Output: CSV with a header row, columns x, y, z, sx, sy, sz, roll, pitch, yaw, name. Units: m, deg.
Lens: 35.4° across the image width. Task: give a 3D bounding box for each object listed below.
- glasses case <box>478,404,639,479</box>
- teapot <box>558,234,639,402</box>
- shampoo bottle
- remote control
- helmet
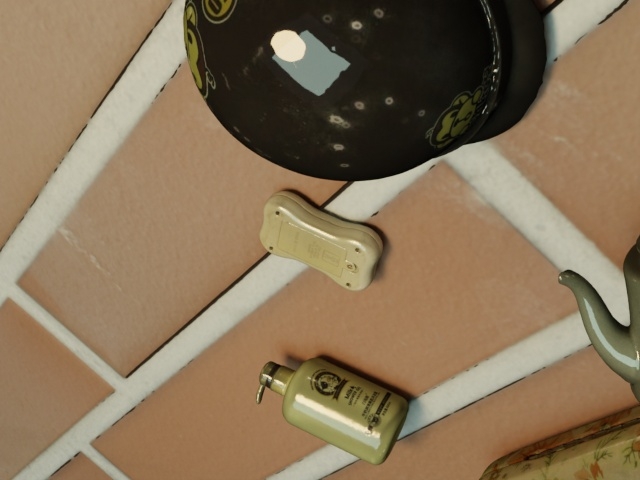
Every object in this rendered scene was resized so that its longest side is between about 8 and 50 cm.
x,y,z,sx,sy,sz,roll,pitch,yaw,name
0.312,0.226,0.914,0.156,0.098,0.425,48,137,-6,glasses case
0.299,0.027,0.726,0.239,0.162,0.149,-17,107,13,teapot
0.009,0.174,1.077,0.162,0.079,0.079,24,136,13,shampoo bottle
0.000,0.000,0.963,0.122,0.032,0.074,25,136,11,remote control
0.014,-0.135,0.744,0.279,0.160,0.230,27,135,11,helmet
